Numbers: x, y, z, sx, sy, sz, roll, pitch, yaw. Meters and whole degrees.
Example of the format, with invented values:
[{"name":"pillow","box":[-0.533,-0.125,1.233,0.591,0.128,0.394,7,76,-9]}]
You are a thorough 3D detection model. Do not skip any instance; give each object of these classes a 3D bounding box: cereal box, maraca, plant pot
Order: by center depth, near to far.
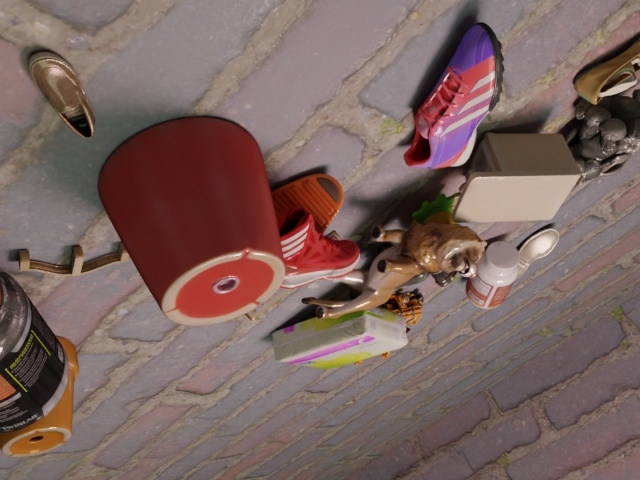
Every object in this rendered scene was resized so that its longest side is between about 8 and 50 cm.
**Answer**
[{"name":"plant pot","box":[-0.186,-0.017,1.009,0.275,0.243,0.274,-19,149,-12]},{"name":"plant pot","box":[-0.588,0.325,1.294,0.205,0.187,0.205,-19,149,-12]},{"name":"cereal box","box":[-0.063,0.073,1.311,0.240,0.047,0.173,-38,180,-10]},{"name":"maraca","box":[0.258,-0.035,1.457,0.127,0.099,0.185,-27,143,-12]}]

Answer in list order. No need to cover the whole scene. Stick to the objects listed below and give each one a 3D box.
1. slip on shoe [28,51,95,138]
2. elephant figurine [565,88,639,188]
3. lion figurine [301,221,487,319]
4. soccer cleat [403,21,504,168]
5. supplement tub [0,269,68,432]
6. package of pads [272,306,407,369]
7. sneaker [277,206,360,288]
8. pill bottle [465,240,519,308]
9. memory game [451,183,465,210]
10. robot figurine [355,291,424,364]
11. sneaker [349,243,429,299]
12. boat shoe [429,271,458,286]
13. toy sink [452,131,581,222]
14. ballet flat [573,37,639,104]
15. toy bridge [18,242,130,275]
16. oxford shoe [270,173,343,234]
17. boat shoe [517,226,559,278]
[{"name":"slip on shoe","box":[-0.334,-0.186,0.834,0.052,0.041,0.135,-21,150,-9]},{"name":"elephant figurine","box":[0.600,-0.198,1.410,0.186,0.169,0.239,3,141,-8]},{"name":"lion figurine","box":[0.156,0.069,1.411,0.240,0.142,0.392,5,155,-41]},{"name":"soccer cleat","box":[0.229,-0.236,1.121,0.117,0.108,0.318,-14,150,-12]},{"name":"supplement tub","box":[-0.565,0.174,1.059,0.207,0.207,0.338,-17,149,-15]},{"name":"package of pads","box":[0.057,0.262,1.700,0.297,0.101,0.229,-22,154,29]},{"name":"sneaker","box":[0.000,0.000,1.128,0.221,0.087,0.127,-21,123,-49]},{"name":"pill bottle","box":[0.493,0.097,1.814,0.121,0.121,0.216,-18,149,-13]},{"name":"memory game","box":[0.383,-0.106,1.525,0.186,0.012,0.186,-18,149,-11]},{"name":"robot figurine","box":[0.195,0.254,1.872,0.211,0.085,0.291,-7,145,-30]},{"name":"sneaker","box":[0.145,0.077,1.571,0.228,0.087,0.130,-25,131,33]},{"name":"boat shoe","box":[0.314,0.045,1.558,0.081,0.068,0.228,-20,-171,31]},{"name":"toy sink","box":[0.392,-0.135,1.348,0.234,0.131,0.152,-3,144,-9]},{"name":"ballet flat","box":[0.624,-0.347,1.268,0.232,0.073,0.080,-32,150,11]},{"name":"toy bridge","box":[-0.431,0.037,1.126,0.188,0.026,0.063,-5,146,-32]},{"name":"oxford shoe","box":[-0.104,-0.002,1.254,0.364,0.130,0.133,-38,180,9]},{"name":"boat shoe","box":[0.620,0.029,1.886,0.206,0.075,0.065,-51,-175,28]}]
